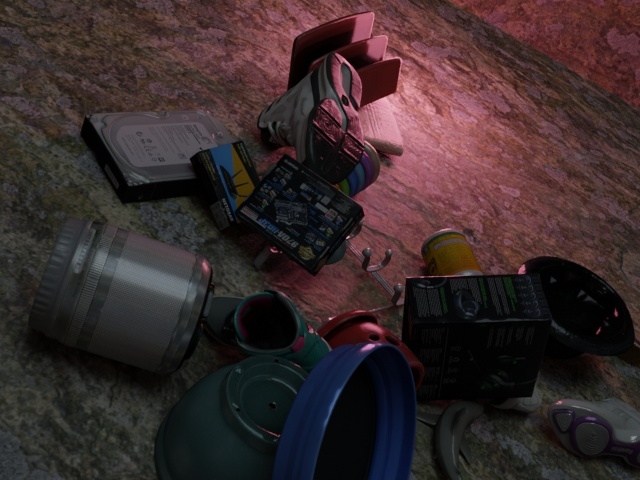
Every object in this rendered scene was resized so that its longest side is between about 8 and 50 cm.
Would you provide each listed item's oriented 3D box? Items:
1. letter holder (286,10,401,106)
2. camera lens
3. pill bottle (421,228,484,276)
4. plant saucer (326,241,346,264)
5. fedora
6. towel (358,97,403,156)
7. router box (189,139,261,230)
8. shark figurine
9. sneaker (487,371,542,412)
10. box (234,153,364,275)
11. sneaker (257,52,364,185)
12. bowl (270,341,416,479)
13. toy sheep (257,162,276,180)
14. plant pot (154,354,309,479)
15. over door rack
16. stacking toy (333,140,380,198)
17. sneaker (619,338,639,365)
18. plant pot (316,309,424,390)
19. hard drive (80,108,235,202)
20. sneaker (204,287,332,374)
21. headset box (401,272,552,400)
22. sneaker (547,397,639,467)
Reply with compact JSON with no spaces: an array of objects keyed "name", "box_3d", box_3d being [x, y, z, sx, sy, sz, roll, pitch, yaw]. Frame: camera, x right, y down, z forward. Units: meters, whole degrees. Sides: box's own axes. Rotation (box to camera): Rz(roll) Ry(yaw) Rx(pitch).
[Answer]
[{"name":"letter holder","box_3d":[0.075,-0.492,2.302,0.302,0.214,0.152,-28,54,-33]},{"name":"camera lens","box_3d":[-0.336,0.097,1.431,0.274,0.219,0.219,20,39,-13]},{"name":"pill bottle","box_3d":[0.324,0.082,1.967,0.117,0.117,0.208,7,43,-27]},{"name":"plant saucer","box_3d":[0.000,0.000,1.785,0.119,0.021,0.119,7,50,-9]},{"name":"fedora","box_3d":[0.581,0.190,1.984,0.334,0.152,0.334,18,39,-15]},{"name":"towel","box_3d":[0.128,-0.351,2.386,0.187,0.049,0.282,12,40,-19]},{"name":"router box","box_3d":[-0.198,-0.124,1.849,0.133,0.046,0.179,-22,88,-42]},{"name":"shark figurine","box_3d":[0.271,0.387,1.594,0.166,0.116,0.278,19,37,-12]},{"name":"sneaker","box_3d":[0.426,0.258,1.858,0.118,0.110,0.292,23,46,-22]},{"name":"box","box_3d":[-0.045,-0.057,1.753,0.220,0.051,0.175,36,78,19]},{"name":"sneaker","box_3d":[-0.037,-0.246,2.020,0.169,0.257,0.447,40,37,-27]},{"name":"bowl","box_3d":[0.044,0.349,1.301,0.077,0.391,0.391,7,28,28]},{"name":"toy sheep","box_3d":[-0.101,-0.134,1.961,0.091,0.091,0.132,9,46,-25]},{"name":"plant pot","box_3d":[-0.104,0.314,1.360,0.293,0.196,0.293,18,40,-15]},{"name":"over door rack","box_3d":[0.055,0.066,1.816,0.324,0.108,0.239,-17,56,-44]},{"name":"stacking toy","box_3d":[0.018,-0.127,1.998,0.141,0.141,0.330,36,41,7]},{"name":"sneaker","box_3d":[0.764,0.241,2.115,0.185,0.069,0.084,34,43,4]},{"name":"plant pot","box_3d":[0.074,0.238,1.568,0.191,0.191,0.174,-10,49,-40]},{"name":"hard drive","box_3d":[-0.344,-0.203,1.895,0.339,0.064,0.237,-9,52,-41]},{"name":"sneaker","box_3d":[-0.126,0.148,1.487,0.295,0.178,0.124,19,69,29]},{"name":"headset box","box_3d":[0.310,0.195,1.651,0.283,0.246,0.131,-2,43,0]},{"name":"sneaker","box_3d":[0.618,0.406,1.824,0.305,0.114,0.152,22,24,-17]}]
